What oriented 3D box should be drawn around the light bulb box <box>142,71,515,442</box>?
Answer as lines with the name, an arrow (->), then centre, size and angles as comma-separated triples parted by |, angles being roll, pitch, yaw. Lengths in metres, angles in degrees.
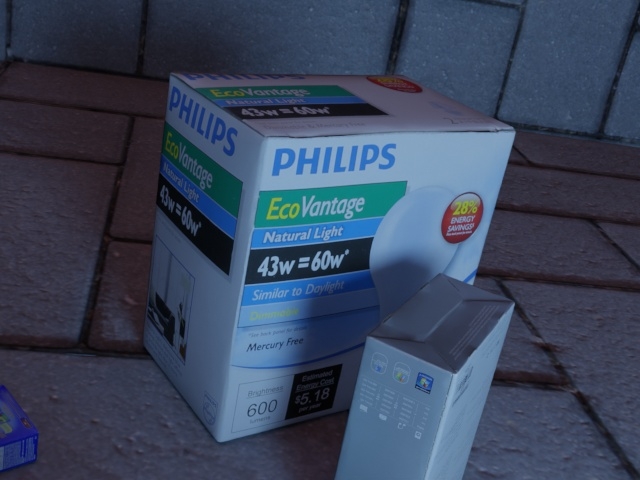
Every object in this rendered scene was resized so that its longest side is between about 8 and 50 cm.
light bulb box -> 0.000, 0.000, 1.012 | 0.358, 0.361, 0.225 | -7, 29, -35

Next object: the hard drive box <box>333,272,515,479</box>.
hard drive box -> 0.098, 0.175, 0.823 | 0.089, 0.232, 0.181 | 21, 25, 23

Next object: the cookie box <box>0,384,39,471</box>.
cookie box -> -0.349, 0.194, 0.822 | 0.107, 0.040, 0.092 | -11, 32, -40
